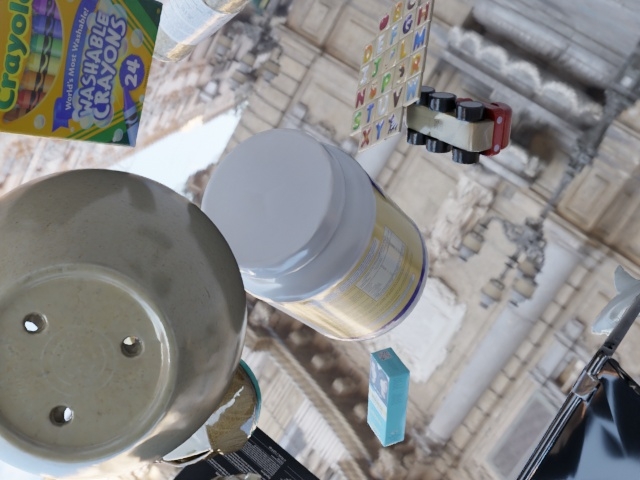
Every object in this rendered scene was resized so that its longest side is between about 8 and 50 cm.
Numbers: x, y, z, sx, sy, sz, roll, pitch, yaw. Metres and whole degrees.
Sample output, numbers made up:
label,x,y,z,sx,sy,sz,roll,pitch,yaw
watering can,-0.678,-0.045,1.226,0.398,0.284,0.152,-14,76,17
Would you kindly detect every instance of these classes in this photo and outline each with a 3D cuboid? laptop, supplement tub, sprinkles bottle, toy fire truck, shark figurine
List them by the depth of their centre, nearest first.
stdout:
label,x,y,z,sx,sy,sz,roll,pitch,yaw
laptop,0.337,0.318,0.870,0.236,0.382,0.408,33,-153,22
supplement tub,0.000,0.000,1.139,0.241,0.241,0.331,42,-178,34
sprinkles bottle,-0.191,-0.417,1.295,0.121,0.121,0.355,20,158,-32
shark figurine,0.673,0.087,1.595,0.116,0.278,0.166,56,-177,15
toy fire truck,0.328,-0.241,1.620,0.246,0.158,0.217,-16,-150,-31

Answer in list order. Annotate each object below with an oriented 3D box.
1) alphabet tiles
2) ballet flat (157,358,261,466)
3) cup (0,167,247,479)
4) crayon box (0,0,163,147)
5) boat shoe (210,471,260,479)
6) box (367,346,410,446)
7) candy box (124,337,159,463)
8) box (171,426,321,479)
label,x,y,z,sx,sy,sz,roll,pitch,yaw
alphabet tiles,0.150,-0.370,1.672,0.011,0.342,0.285,16,166,-23
ballet flat,-0.173,0.246,1.021,0.124,0.342,0.116,-22,-102,-25
cup,-0.222,0.094,0.738,0.331,0.331,0.237,27,178,-13
crayon box,-0.338,-0.229,0.931,0.083,0.203,0.323,18,-170,26
boat shoe,-0.136,0.340,0.951,0.098,0.109,0.302,15,171,0
box,0.170,0.397,1.942,0.060,0.244,0.100,-14,-145,-20
candy box,-0.362,0.253,1.489,0.087,0.183,0.316,7,-148,-38
box,-0.109,0.456,1.335,0.261,0.103,0.184,37,-120,17
